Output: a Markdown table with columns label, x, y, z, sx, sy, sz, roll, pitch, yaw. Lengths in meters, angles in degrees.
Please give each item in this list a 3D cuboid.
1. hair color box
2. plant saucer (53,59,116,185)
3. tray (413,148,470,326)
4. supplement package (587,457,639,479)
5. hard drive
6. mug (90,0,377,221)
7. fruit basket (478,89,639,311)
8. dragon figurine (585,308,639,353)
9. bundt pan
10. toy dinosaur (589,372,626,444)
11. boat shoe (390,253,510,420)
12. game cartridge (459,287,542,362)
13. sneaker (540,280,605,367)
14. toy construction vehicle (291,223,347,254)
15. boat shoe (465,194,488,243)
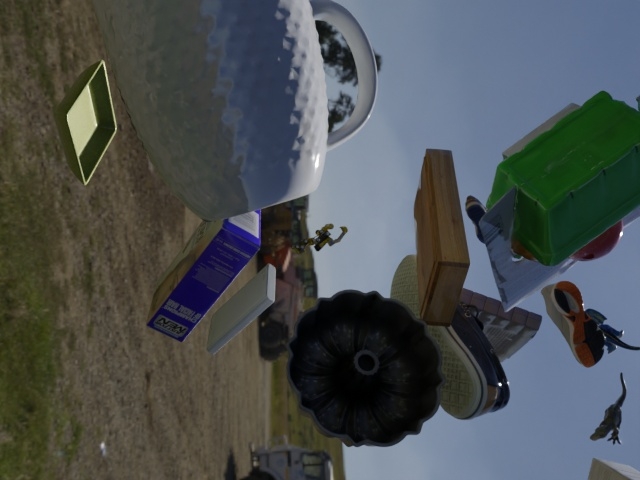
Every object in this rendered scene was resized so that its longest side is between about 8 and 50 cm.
| label | x | y | z | sx | sy | sz | roll | pitch | yaw |
| --- | --- | --- | --- | --- | --- | --- | --- | --- | --- |
| hair color box | -0.279 | 0.061 | 1.354 | 0.339 | 0.110 | 0.185 | -50 | -156 | 24 |
| plant saucer | -0.482 | -0.243 | 1.152 | 0.188 | 0.045 | 0.188 | 102 | -2 | -50 |
| tray | 0.277 | -0.020 | 1.351 | 0.411 | 0.076 | 0.203 | -84 | 179 | -47 |
| supplement package | 0.729 | 0.603 | 1.329 | 0.179 | 0.105 | 0.105 | -175 | -79 | -81 |
| hard drive | -0.274 | 0.236 | 1.959 | 0.307 | 0.040 | 0.203 | -42 | -156 | 20 |
| mug | -0.084 | -0.219 | 0.787 | 0.276 | 0.374 | 0.328 | 2 | -71 | 64 |
| fruit basket | 0.398 | -0.051 | 0.896 | 0.165 | 0.327 | 0.353 | 55 | 3 | 31 |
| dragon figurine | 0.834 | 0.265 | 1.714 | 0.085 | 0.144 | 0.289 | -55 | -160 | 1 |
| bundt pan | 0.082 | 0.274 | 1.174 | 0.124 | 0.330 | 0.331 | 108 | -17 | -56 |
| toy dinosaur | 0.874 | 0.527 | 1.685 | 0.268 | 0.064 | 0.118 | -40 | 128 | -39 |
| boat shoe | 0.313 | 0.232 | 1.432 | 0.187 | 0.156 | 0.500 | -61 | -148 | 29 |
| game cartridge | 0.471 | 0.249 | 1.618 | 0.355 | 0.230 | 0.068 | 88 | 19 | -65 |
| sneaker | 0.728 | 0.239 | 1.644 | 0.121 | 0.099 | 0.262 | 149 | -80 | -82 |
| toy construction vehicle | 0.000 | 0.000 | 1.169 | 0.086 | 0.098 | 0.035 | -7 | -66 | 62 |
| boat shoe | 0.478 | -0.064 | 1.666 | 0.183 | 0.066 | 0.066 | 54 | 26 | -38 |
